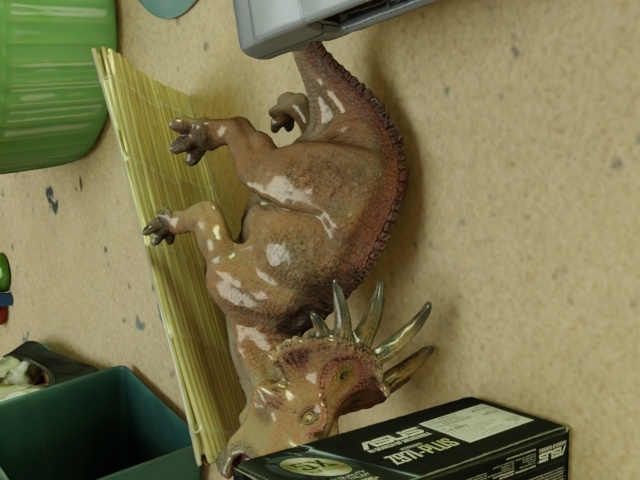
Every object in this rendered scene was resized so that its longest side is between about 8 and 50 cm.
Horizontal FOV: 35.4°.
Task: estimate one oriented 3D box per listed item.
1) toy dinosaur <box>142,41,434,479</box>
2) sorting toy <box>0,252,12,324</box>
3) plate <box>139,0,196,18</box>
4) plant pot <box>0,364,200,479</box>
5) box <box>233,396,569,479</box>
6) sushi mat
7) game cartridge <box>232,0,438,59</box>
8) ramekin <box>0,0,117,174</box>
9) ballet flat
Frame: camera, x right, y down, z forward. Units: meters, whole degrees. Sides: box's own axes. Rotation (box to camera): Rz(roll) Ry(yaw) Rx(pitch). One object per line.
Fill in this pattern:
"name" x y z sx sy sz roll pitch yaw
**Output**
"toy dinosaur" 0.000 0.000 0.640 0.200 0.127 0.296 23 99 40
"sorting toy" -0.425 0.068 1.283 0.061 0.042 0.102 32 120 47
"plate" -0.139 -0.284 0.852 0.188 0.024 0.188 12 105 51
"plant pot" -0.218 0.275 0.944 0.165 0.165 0.234 29 125 48
"box" 0.048 0.179 0.544 0.077 0.180 0.147 10 104 51
"sushi mat" -0.097 0.013 0.758 0.019 0.151 0.317 -20 76 13
"game cartridge" 0.056 -0.226 0.512 0.294 0.060 0.196 -13 81 38
"ramekin" -0.326 -0.208 1.012 0.303 0.148 0.303 13 107 52
"ballet flat" -0.320 0.163 1.112 0.280 0.096 0.095 -4 93 54
